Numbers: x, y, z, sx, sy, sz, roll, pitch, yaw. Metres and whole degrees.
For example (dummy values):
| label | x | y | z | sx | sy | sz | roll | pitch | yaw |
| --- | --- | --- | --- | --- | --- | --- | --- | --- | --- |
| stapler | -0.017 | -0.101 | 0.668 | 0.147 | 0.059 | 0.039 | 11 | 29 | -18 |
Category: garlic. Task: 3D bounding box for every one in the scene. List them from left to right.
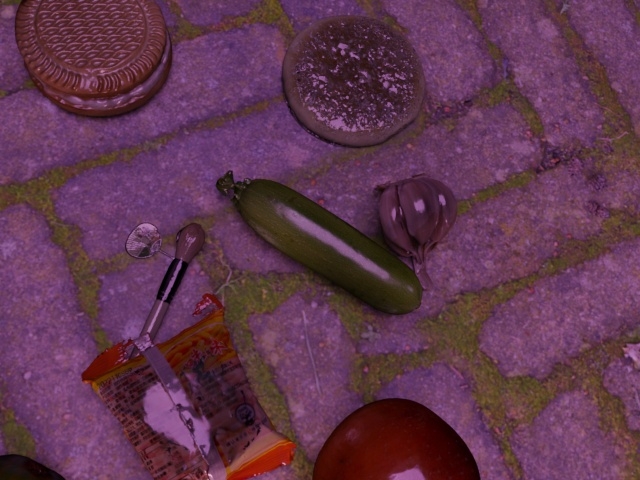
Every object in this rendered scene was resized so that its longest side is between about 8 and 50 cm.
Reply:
| label | x | y | z | sx | sy | sz | roll | pitch | yaw |
| --- | --- | --- | --- | --- | --- | --- | --- | --- | --- |
| garlic | 0.153 | -0.013 | 1.163 | 0.131 | 0.127 | 0.194 | -6 | 94 | -16 |

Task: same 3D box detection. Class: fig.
| label | x | y | z | sx | sy | sz | roll | pitch | yaw |
| --- | --- | --- | --- | --- | --- | --- | --- | --- | --- |
| fig | -0.427 | 0.406 | 0.937 | 0.149 | 0.149 | 0.245 | 26 | 89 | -1 |

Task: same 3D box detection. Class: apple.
| label | x | y | z | sx | sy | sz | roll | pitch | yaw |
| --- | --- | --- | --- | --- | --- | --- | --- | --- | --- |
| apple | 0.105 | 0.330 | 0.987 | 0.201 | 0.218 | 0.218 | -38 | 83 | -11 |

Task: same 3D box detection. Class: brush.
| label | x | y | z | sx | sy | sz | roll | pitch | yaw |
| --- | --- | --- | --- | --- | --- | --- | --- | --- | --- |
| brush | -0.248 | 0.104 | 1.089 | 0.039 | 0.042 | 0.299 | 15 | 70 | 24 |

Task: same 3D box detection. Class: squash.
| label | x | y | z | sx | sy | sz | roll | pitch | yaw |
| --- | --- | --- | --- | --- | --- | --- | --- | --- | --- |
| squash | 0.000 | 0.000 | 1.135 | 0.379 | 0.101 | 0.101 | 34 | 70 | 2 |

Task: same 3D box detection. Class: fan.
| label | x | y | z | sx | sy | sz | roll | pitch | yaw |
| --- | --- | --- | --- | --- | --- | --- | --- | --- | --- |
| fan | -0.268 | 0.000 | 1.134 | 0.080 | 0.003 | 0.060 | 4 | 73 | -9 |

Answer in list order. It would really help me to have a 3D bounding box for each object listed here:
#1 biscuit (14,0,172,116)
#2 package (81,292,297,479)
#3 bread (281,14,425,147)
| label | x | y | z | sx | sy | sz | roll | pitch | yaw |
| --- | --- | --- | --- | --- | --- | --- | --- | --- | --- |
| biscuit | -0.372 | -0.330 | 1.179 | 0.259 | 0.079 | 0.259 | 3 | 73 | -9 |
| package | -0.175 | 0.243 | 1.015 | 0.223 | 0.108 | 0.288 | -30 | 86 | -21 |
| bread | 0.061 | -0.289 | 1.266 | 0.267 | 0.040 | 0.266 | 3 | 73 | -10 |
